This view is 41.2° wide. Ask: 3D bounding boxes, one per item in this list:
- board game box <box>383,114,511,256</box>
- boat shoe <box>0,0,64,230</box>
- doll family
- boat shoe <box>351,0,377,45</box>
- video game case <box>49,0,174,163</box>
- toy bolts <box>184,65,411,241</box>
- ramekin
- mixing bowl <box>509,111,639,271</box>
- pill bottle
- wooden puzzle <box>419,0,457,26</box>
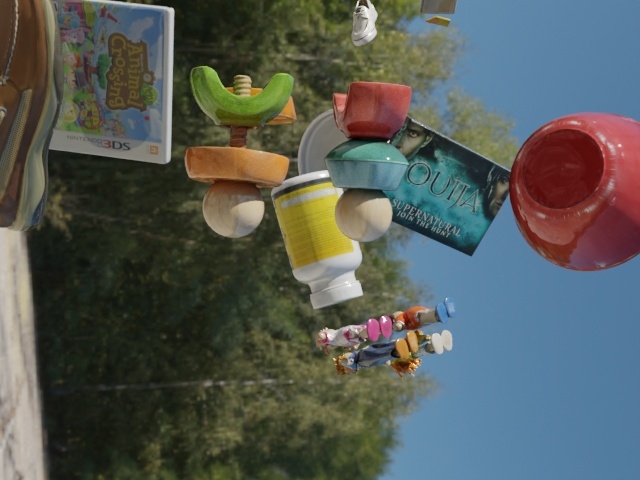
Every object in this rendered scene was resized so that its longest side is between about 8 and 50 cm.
[{"bbox_3d":[0.151,-0.066,1.078,0.126,0.186,0.026,-61,-151,13],"label":"board game box"},{"bbox_3d":[-0.371,-0.150,0.965,0.122,0.119,0.324,40,-54,44],"label":"boat shoe"},{"bbox_3d":[0.107,0.182,1.412,0.163,0.262,0.119,-22,-101,48],"label":"doll family"},{"bbox_3d":[0.057,-0.300,1.156,0.035,0.035,0.100,59,29,-33],"label":"boat shoe"},{"bbox_3d":[-0.297,-0.218,1.156,0.023,0.193,0.213,-70,166,-67],"label":"video game case"},{"bbox_3d":[-0.025,-0.080,0.891,0.218,0.228,0.159,-170,-97,-83],"label":"toy bolts"},{"bbox_3d":[0.069,-0.150,1.625,0.207,0.109,0.207,8,-77,35],"label":"ramekin"},{"bbox_3d":[0.274,-0.065,0.908,0.181,0.098,0.182,-9,-107,32],"label":"mixing bowl"},{"bbox_3d":[0.000,0.000,1.216,0.103,0.103,0.184,145,-70,-73],"label":"pill bottle"},{"bbox_3d":[0.224,-0.456,1.603,0.116,0.078,0.014,104,-18,-49],"label":"wooden puzzle"}]
